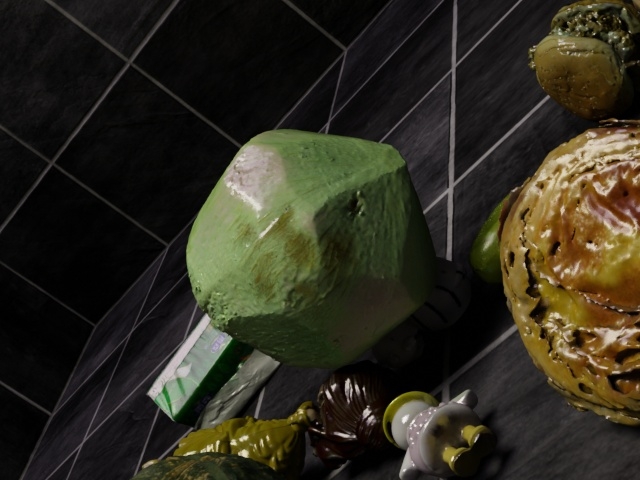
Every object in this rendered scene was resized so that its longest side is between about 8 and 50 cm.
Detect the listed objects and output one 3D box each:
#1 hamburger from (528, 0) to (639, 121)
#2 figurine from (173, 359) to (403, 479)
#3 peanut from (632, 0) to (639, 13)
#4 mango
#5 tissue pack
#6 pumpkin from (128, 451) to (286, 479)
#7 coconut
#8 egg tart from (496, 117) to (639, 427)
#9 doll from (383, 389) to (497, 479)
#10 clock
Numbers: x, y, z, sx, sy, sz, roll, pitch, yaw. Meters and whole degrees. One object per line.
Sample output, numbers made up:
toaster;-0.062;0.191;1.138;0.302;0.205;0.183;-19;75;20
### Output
hamburger;0.352;-0.238;1.388;0.185;0.159;0.131;9;65;51
figurine;-0.021;0.261;1.405;0.315;0.187;0.168;-36;17;25
peanut;0.469;-0.368;1.376;0.129;0.129;0.224;-41;20;38
mango;0.253;-0.011;1.342;0.165;0.074;0.091;-47;7;-24
tissue pack;-0.185;0.255;1.926;0.156;0.148;0.209;36;87;35
pumpkin;-0.150;0.402;1.207;0.257;0.291;0.328;-17;49;51
coconut;0.000;0.000;1.335;0.328;0.328;0.281;-45;-2;27
egg tart;0.292;0.031;0.951;0.297;0.132;0.297;7;99;48
doll;0.128;0.220;1.184;0.129;0.081;0.207;-48;12;-12
clock;0.134;0.104;1.416;0.176;0.080;0.117;-46;16;28
